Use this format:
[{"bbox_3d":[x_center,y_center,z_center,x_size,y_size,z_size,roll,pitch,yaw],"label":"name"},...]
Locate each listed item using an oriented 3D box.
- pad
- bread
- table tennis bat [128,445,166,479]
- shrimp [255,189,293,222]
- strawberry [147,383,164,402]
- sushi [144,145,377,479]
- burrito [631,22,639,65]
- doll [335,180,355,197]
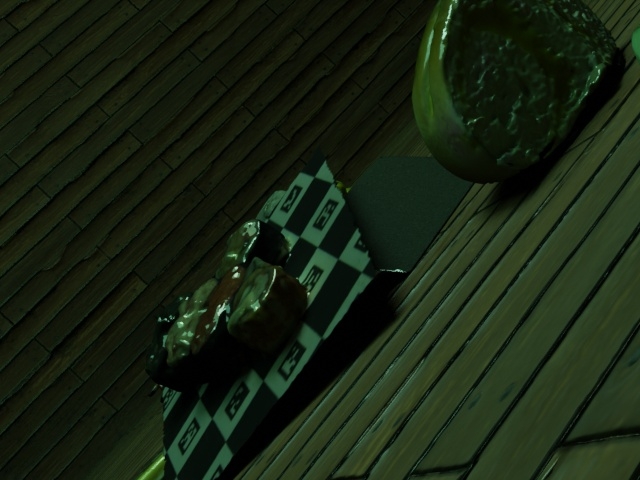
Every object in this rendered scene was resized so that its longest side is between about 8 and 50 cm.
[{"bbox_3d":[0.074,-0.033,1.029,0.143,0.003,0.211,4,37,34],"label":"pad"},{"bbox_3d":[0.146,-0.141,0.851,0.156,0.158,0.260,-49,0,28],"label":"bread"},{"bbox_3d":[-0.253,0.328,1.199,0.369,0.054,0.224,-44,1,-33],"label":"table tennis bat"},{"bbox_3d":[-0.059,0.052,1.142,0.360,0.085,0.246,161,123,-68],"label":"shrimp"},{"bbox_3d":[-0.133,0.174,1.426,0.208,0.087,0.167,-10,49,40],"label":"strawberry"},{"bbox_3d":[-0.096,0.066,0.976,0.320,0.069,0.339,-53,20,14],"label":"sushi"},{"bbox_3d":[0.212,-0.106,0.472,0.104,0.054,0.288,-44,2,15],"label":"burrito"},{"bbox_3d":[0.000,0.000,1.256,0.221,0.143,0.135,148,126,-74],"label":"doll"}]
